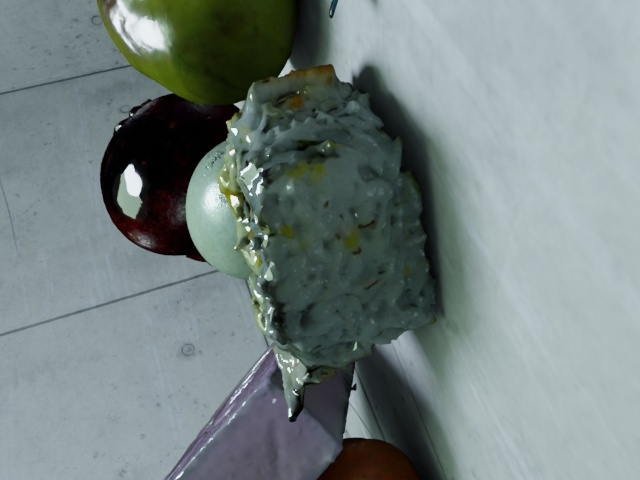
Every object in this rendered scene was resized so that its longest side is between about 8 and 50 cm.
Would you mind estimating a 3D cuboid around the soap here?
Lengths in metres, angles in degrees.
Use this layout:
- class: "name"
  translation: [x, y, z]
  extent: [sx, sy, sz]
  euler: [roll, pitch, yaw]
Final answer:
- class: "soap"
  translation: [-0.083, 0.239, 0.682]
  extent: [0.107, 0.285, 0.296]
  euler: [39, -172, 1]

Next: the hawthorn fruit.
- class: "hawthorn fruit"
  translation: [0.021, 0.327, 0.636]
  extent: [0.197, 0.225, 0.197]
  euler: [56, 168, 19]

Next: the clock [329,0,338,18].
- class: "clock"
  translation: [-0.004, -0.237, 0.419]
  extent: [0.108, 0.045, 0.147]
  euler: [102, 149, -69]

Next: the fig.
- class: "fig"
  translation: [-0.106, -0.240, 0.599]
  extent: [0.225, 0.202, 0.203]
  euler: [3, -115, -63]

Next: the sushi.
- class: "sushi"
  translation: [0.000, 0.000, 0.490]
  extent: [0.184, 0.139, 0.275]
  euler: [-131, 26, -66]

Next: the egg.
- class: "egg"
  translation: [-0.085, -0.039, 0.751]
  extent: [0.236, 0.169, 0.169]
  euler: [114, 139, -63]

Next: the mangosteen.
- class: "mangosteen"
  translation: [-0.209, -0.090, 1.042]
  extent: [0.347, 0.307, 0.307]
  euler: [45, 171, -8]
